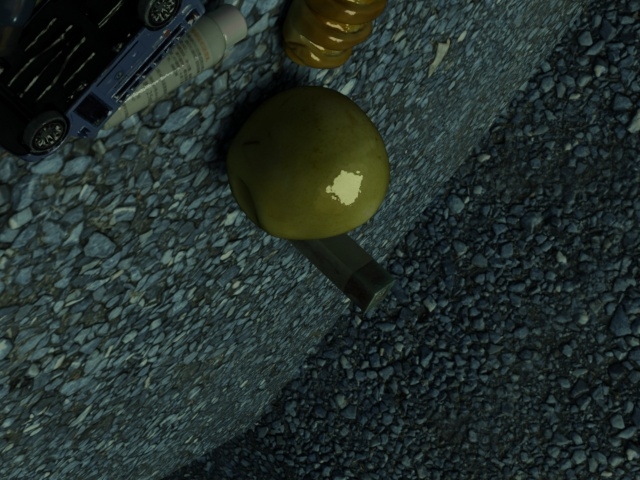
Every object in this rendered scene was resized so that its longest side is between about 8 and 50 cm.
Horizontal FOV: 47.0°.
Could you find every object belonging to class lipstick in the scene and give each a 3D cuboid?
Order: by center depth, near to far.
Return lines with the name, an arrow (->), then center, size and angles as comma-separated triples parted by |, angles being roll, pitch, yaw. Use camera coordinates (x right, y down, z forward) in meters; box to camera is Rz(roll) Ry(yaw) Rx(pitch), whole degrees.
lipstick -> 0.000, 0.000, 1.633 | 0.080, 0.371, 0.076 | -32, 157, -40

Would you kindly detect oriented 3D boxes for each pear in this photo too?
pear -> -0.025, -0.142, 1.410 | 0.309, 0.309, 0.309 | -42, 162, -17

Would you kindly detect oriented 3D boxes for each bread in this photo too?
bread -> 0.046, -0.418, 1.241 | 0.173, 0.121, 0.311 | -31, 158, -44

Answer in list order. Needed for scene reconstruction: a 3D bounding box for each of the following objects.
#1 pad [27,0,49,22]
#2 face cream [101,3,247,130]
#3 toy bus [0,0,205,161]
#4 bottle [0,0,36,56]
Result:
pad -> -0.252, -0.344, 0.898 | 0.235, 0.003, 0.158 | -33, 158, -39
face cream -> -0.218, -0.255, 1.047 | 0.269, 0.082, 0.082 | -38, 161, -25
toy bus -> -0.279, -0.223, 0.884 | 0.292, 0.125, 0.133 | -48, 167, -1
bottle -> -0.309, -0.302, 0.747 | 0.244, 0.072, 0.082 | -57, -158, 27
